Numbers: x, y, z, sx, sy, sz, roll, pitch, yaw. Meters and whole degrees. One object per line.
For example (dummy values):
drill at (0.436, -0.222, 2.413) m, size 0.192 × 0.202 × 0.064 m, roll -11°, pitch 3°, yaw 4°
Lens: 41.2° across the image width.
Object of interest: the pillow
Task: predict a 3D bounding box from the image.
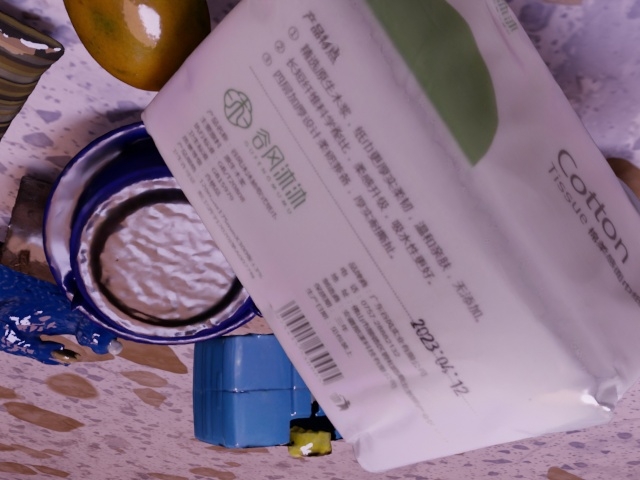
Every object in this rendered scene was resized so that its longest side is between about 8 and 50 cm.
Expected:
pillow at (-0.366, -0.176, 0.781) m, size 0.208 × 0.052 × 0.212 m, roll 29°, pitch 143°, yaw -25°

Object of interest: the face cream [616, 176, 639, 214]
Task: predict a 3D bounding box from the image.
face cream at (0.222, 0.041, 0.857) m, size 0.201 × 0.201 × 0.187 m, roll -1°, pitch 148°, yaw 15°

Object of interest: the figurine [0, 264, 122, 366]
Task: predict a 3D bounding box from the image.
figurine at (-0.349, 0.069, 1.072) m, size 0.262 × 0.164 × 0.120 m, roll 15°, pitch 123°, yaw 16°

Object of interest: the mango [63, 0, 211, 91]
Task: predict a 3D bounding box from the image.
mango at (-0.148, -0.191, 0.671) m, size 0.111 × 0.089 × 0.163 m, roll 1°, pitch 141°, yaw 14°

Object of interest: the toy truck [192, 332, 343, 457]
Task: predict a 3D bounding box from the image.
toy truck at (0.030, 0.183, 1.097) m, size 0.385 × 0.161 × 0.162 m, roll 3°, pitch 171°, yaw -33°

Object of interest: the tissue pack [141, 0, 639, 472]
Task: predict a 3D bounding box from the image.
tissue pack at (0.064, -0.026, 0.644) m, size 0.266 × 0.194 × 0.356 m, roll -31°, pitch 91°, yaw 47°

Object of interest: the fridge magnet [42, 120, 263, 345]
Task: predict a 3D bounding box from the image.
fridge magnet at (-0.156, 0.001, 0.897) m, size 0.266 × 0.112 × 0.265 m, roll -4°, pitch 116°, yaw -7°

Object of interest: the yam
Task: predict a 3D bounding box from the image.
yam at (-0.235, 0.022, 1.017) m, size 0.280 × 0.131 × 0.131 m, roll 20°, pitch 148°, yaw -17°
